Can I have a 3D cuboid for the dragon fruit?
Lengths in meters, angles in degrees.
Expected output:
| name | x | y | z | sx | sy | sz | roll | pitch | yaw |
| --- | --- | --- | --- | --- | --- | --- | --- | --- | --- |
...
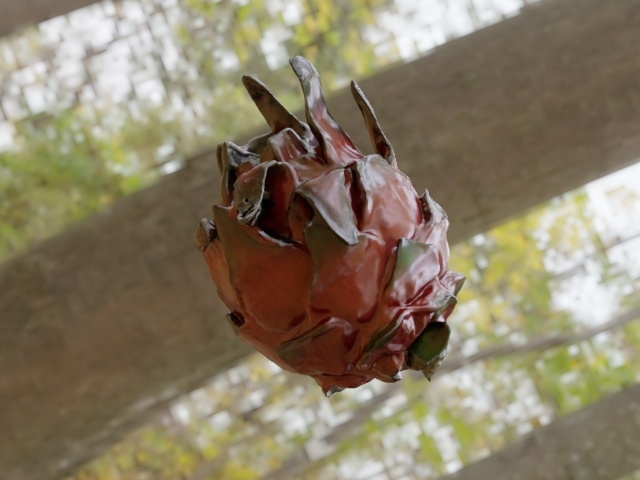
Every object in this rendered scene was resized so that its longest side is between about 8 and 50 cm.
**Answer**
| name | x | y | z | sx | sy | sz | roll | pitch | yaw |
| --- | --- | --- | --- | --- | --- | --- | --- | --- | --- |
| dragon fruit | 0.000 | 0.000 | 1.513 | 0.274 | 0.192 | 0.193 | 54 | -32 | 7 |
